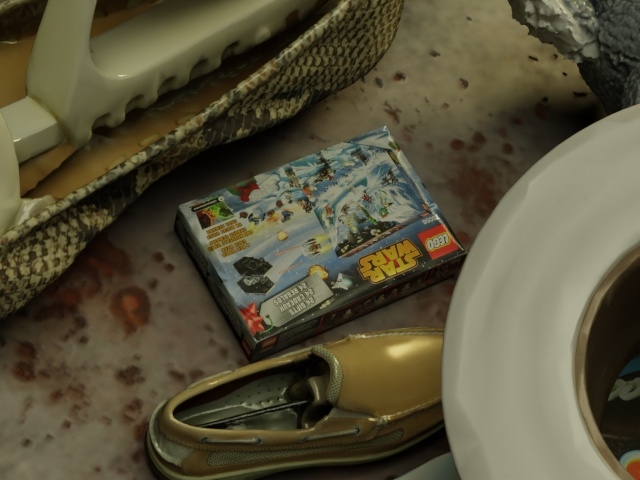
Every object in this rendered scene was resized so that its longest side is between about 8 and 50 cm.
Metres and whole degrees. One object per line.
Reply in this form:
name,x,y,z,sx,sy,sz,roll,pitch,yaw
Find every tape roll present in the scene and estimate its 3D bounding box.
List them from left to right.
tape roll,0.183,0.074,0.818,0.246,0.169,0.246,-3,73,10

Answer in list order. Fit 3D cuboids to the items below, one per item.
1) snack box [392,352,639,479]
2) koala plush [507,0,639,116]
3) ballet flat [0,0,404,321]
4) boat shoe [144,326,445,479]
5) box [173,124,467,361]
snack box,0.121,0.185,0.923,0.322,0.060,0.187,-24,68,-23
koala plush,0.215,-0.090,1.036,0.196,0.203,0.221,-11,52,-18
ballet flat,-0.139,-0.082,0.948,0.482,0.182,0.164,-34,72,-26
boat shoe,0.004,0.081,0.949,0.190,0.072,0.068,-18,66,-20
box,0.000,0.000,1.020,0.137,0.027,0.094,-22,66,-22
